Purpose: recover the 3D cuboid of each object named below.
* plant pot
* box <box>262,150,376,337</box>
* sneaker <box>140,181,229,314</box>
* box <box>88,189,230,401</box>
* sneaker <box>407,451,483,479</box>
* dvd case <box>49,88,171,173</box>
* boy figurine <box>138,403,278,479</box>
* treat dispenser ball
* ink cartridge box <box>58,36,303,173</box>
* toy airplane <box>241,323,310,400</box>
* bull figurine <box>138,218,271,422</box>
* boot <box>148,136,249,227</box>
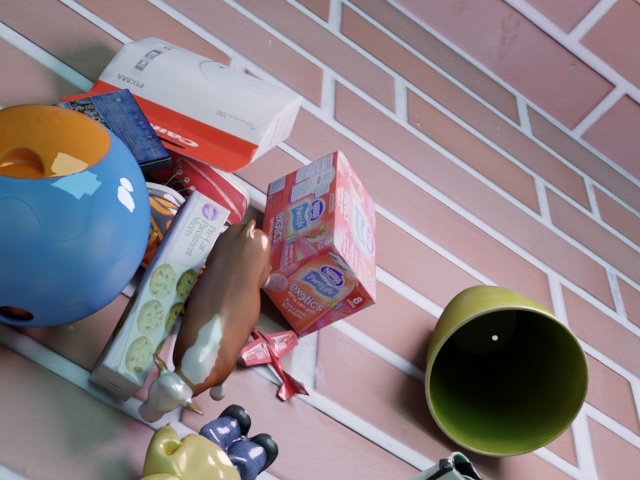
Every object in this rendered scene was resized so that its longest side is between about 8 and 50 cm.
[{"bbox_3d":[0.304,0.191,2.218,0.274,0.275,0.293,36,13,-13],"label":"plant pot"},{"bbox_3d":[0.000,0.000,2.126,0.142,0.154,0.300,54,20,-28],"label":"box"},{"bbox_3d":[-0.213,0.033,1.880,0.321,0.124,0.180,22,34,-34],"label":"sneaker"},{"bbox_3d":[-0.222,0.072,1.751,0.067,0.063,0.324,34,53,-12],"label":"box"},{"bbox_3d":[0.194,0.430,1.825,0.094,0.151,0.256,23,36,-35],"label":"sneaker"},{"bbox_3d":[-0.373,-0.143,1.875,0.253,0.022,0.180,-16,50,-24],"label":"dvd case"},{"bbox_3d":[-0.157,0.313,1.602,0.177,0.092,0.285,43,29,8],"label":"boy figurine"},{"bbox_3d":[-0.362,-0.031,1.609,0.288,0.288,0.288,31,30,-21],"label":"treat dispenser ball"},{"bbox_3d":[-0.223,-0.238,2.114,0.308,0.091,0.385,23,17,6],"label":"ink cartridge box"},{"bbox_3d":[-0.068,0.189,1.950,0.151,0.028,0.151,30,32,-21],"label":"toy airplane"},{"bbox_3d":[-0.147,0.123,1.719,0.101,0.310,0.188,25,-16,4],"label":"bull figurine"},{"bbox_3d":[-0.228,-0.080,2.062,0.244,0.088,0.176,35,32,-18],"label":"boot"}]
